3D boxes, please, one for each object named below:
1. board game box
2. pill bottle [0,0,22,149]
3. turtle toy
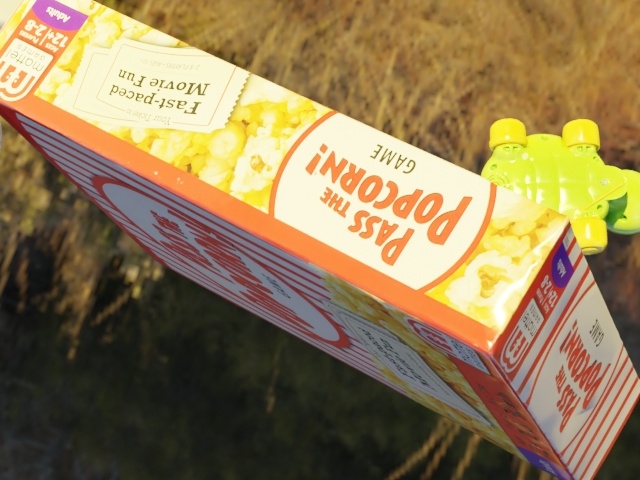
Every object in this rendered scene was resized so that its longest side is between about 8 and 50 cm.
[{"bbox_3d":[0.000,0.000,0.482,0.193,0.045,0.147,27,168,29],"label":"board game box"},{"bbox_3d":[-0.350,-0.044,1.044,0.210,0.210,0.363,27,107,-17],"label":"pill bottle"},{"bbox_3d":[0.164,-0.029,1.010,0.130,0.095,0.066,0,161,-1],"label":"turtle toy"}]
